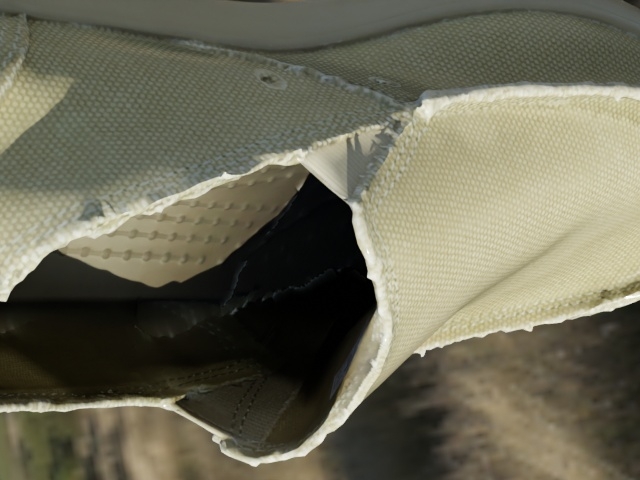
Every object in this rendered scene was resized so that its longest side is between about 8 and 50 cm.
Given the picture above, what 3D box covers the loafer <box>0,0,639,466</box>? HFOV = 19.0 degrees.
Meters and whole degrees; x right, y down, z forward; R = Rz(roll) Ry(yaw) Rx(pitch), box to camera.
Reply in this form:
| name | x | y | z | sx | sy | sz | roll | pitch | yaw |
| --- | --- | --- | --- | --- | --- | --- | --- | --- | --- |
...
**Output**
| name | x | y | z | sx | sy | sz | roll | pitch | yaw |
| --- | --- | --- | --- | --- | --- | --- | --- | --- | --- |
| loafer | 0.000 | 0.000 | 0.434 | 0.102 | 0.268 | 0.092 | -60 | 45 | 39 |
